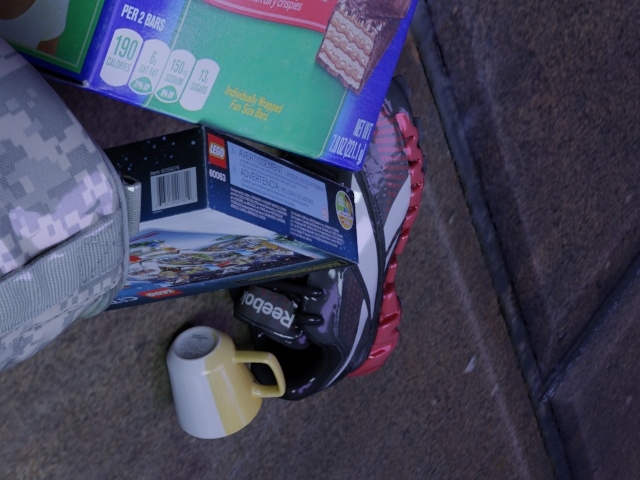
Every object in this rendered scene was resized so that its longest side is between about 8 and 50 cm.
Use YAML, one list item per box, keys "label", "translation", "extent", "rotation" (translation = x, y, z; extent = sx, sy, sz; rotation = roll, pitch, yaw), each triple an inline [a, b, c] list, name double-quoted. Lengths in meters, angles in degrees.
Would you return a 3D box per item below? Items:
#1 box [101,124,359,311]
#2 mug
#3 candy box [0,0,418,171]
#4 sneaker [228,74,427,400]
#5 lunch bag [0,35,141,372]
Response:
- label: "box"
  translation: [-0.118, -0.002, 1.002]
  extent: [0.159, 0.233, 0.044]
  rotation: [20, 63, -60]
- label: "mug"
  translation: [-0.071, 0.090, 1.298]
  extent: [0.078, 0.062, 0.064]
  rotation: [-25, 130, -9]
- label: "candy box"
  translation: [-0.031, -0.215, 0.943]
  extent: [0.268, 0.122, 0.317]
  rotation: [12, 97, -61]
- label: "sneaker"
  translation: [0.000, 0.000, 1.299]
  extent: [0.135, 0.097, 0.276]
  rotation: [-34, 141, -43]
- label: "lunch bag"
  translation: [-0.257, 0.009, 0.758]
  extent: [0.305, 0.256, 0.213]
  rotation: [-36, 140, -37]
